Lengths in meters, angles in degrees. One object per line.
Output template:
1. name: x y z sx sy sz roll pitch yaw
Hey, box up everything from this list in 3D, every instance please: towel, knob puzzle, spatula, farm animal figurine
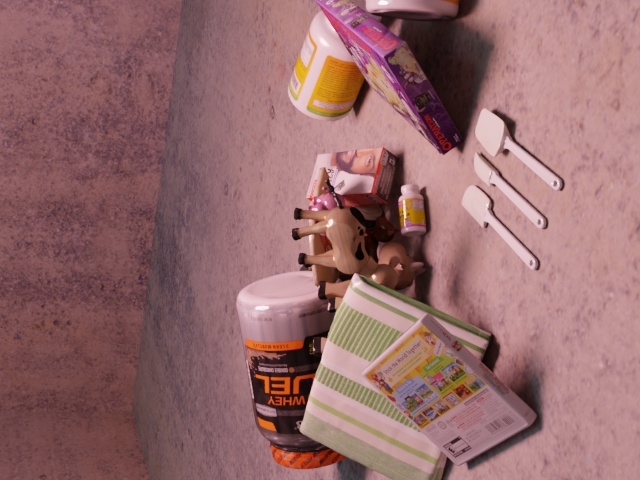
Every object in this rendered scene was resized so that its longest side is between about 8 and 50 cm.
1. towel: 0.113 0.230 1.622 0.038 0.248 0.324 -44 -26 -55
2. knob puzzle: 0.000 0.000 1.808 0.213 0.030 0.213 -2 -90 -75
3. spatula: 0.267 -0.075 1.486 0.242 0.019 0.168 -122 40 -57
4. farm animal figurine: 0.081 0.077 1.711 0.330 0.172 0.326 14 -106 -72

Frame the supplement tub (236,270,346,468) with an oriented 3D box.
1. supplement tub: -0.035 0.242 1.948 0.207 0.207 0.338 -150 49 -68

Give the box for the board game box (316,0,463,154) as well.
1. board game box: 0.109 -0.290 1.723 0.208 0.056 0.347 58 179 -32

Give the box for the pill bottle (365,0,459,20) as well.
1. pill bottle: 0.156 -0.495 1.646 0.152 0.152 0.272 -161 74 -69

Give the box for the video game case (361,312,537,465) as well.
1. video game case: 0.179 0.221 1.495 0.206 0.026 0.227 43 148 4

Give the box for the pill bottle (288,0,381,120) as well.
1. pill bottle: 0.033 -0.360 1.988 0.245 0.136 0.136 115 150 -46

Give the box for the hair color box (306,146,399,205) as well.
1. hair color box: 0.057 -0.114 1.893 0.167 0.053 0.093 -2 66 44

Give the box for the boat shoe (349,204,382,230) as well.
1. boat shoe: 0.044 -0.073 2.003 0.233 0.084 0.079 -123 41 -54

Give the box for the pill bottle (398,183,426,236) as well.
1. pill bottle: 0.155 -0.051 1.753 0.043 0.043 0.083 140 129 -64

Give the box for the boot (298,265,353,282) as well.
1. boot: 0.005 0.063 2.095 0.178 0.085 0.236 -126 44 -64
